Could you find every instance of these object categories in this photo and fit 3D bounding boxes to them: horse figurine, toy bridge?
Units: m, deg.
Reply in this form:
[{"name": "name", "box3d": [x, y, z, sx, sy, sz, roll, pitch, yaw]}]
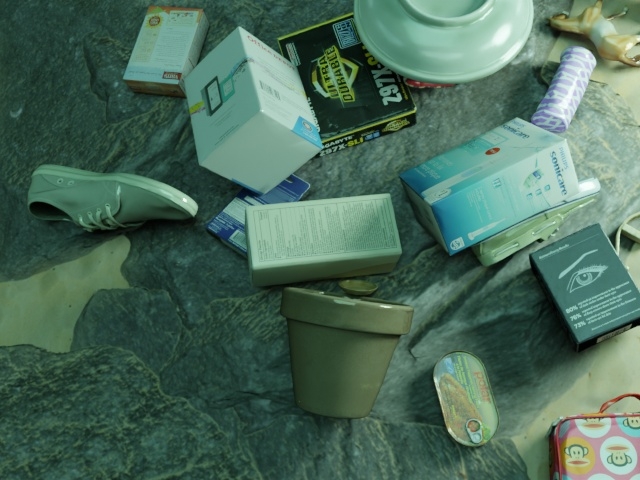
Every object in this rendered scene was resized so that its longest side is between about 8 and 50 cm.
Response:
[{"name": "horse figurine", "box3d": [0.675, -0.482, 1.642, 0.174, 0.066, 0.263, -30, 64, -9]}, {"name": "toy bridge", "box3d": [0.654, -0.011, 1.480, 0.063, 0.026, 0.188, 36, 78, 23]}]

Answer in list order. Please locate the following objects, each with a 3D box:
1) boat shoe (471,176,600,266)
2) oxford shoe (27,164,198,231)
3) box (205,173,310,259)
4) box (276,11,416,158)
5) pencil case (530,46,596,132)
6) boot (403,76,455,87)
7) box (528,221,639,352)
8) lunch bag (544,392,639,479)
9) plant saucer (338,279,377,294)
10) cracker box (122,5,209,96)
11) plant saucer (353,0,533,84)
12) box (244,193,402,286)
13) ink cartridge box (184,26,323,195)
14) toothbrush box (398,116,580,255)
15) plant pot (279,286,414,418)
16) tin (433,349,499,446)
[{"name": "boat shoe", "box3d": [0.453, -0.041, 1.500, 0.302, 0.109, 0.094, -24, 94, 2]}, {"name": "oxford shoe", "box3d": [-0.485, -0.079, 1.630, 0.449, 0.169, 0.130, 7, 67, 20]}, {"name": "box", "box3d": [-0.138, -0.070, 1.616, 0.136, 0.036, 0.225, 32, 69, 25]}, {"name": "box", "box3d": [0.060, -0.383, 1.702, 0.257, 0.079, 0.322, -17, 67, 1]}, {"name": "pencil case", "box3d": [0.547, -0.341, 1.599, 0.088, 0.086, 0.206, 8, 63, 49]}, {"name": "boot", "box3d": [0.325, -0.515, 1.663, 0.377, 0.138, 0.284, -9, 68, -7]}, {"name": "box", "box3d": [0.528, 0.094, 1.405, 0.153, 0.108, 0.207, -25, 66, 10]}, {"name": "lunch bag", "box3d": [0.565, 0.407, 1.280, 0.293, 0.120, 0.258, -2, 68, 10]}, {"name": "plant saucer", "box3d": [0.079, 0.102, 1.513, 0.083, 0.083, 0.015, 6, 102, 12]}, {"name": "cracker box", "box3d": [-0.394, -0.488, 1.825, 0.155, 0.067, 0.232, 9, 70, 14]}, {"name": "plant saucer", "box3d": [0.271, -0.534, 1.553, 0.400, 0.100, 0.400, -1, 68, 3]}, {"name": "box", "box3d": [0.000, 0.000, 1.497, 0.311, 0.121, 0.148, -5, 68, -7]}, {"name": "ink cartridge box", "box3d": [-0.154, -0.285, 1.578, 0.197, 0.198, 0.270, -36, 51, 27]}, {"name": "toothbrush box", "box3d": [0.342, -0.119, 1.467, 0.295, 0.126, 0.216, -25, 24, -1]}, {"name": "plant pot", "box3d": [0.042, 0.221, 1.397, 0.263, 0.263, 0.229, 7, 88, 12]}, {"name": "tin", "box3d": [0.289, 0.314, 1.410, 0.106, 0.040, 0.190, -15, 67, 8]}]
